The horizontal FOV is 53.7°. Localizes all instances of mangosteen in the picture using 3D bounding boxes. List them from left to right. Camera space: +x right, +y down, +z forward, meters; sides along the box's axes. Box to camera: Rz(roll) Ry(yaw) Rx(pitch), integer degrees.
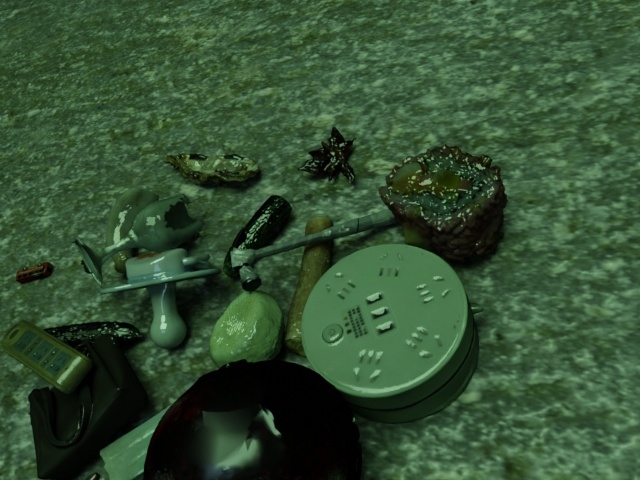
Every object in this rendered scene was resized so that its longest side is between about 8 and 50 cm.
[{"bbox_3d":[-0.086,0.401,1.081,0.381,0.381,0.421,-45,60,-12],"label":"mangosteen"}]

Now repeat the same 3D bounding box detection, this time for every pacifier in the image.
[{"bbox_3d":[-0.372,0.144,1.528,0.300,0.244,0.233,-10,83,20],"label":"pacifier"}]

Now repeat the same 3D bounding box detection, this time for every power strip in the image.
[{"bbox_3d":[-0.664,0.264,1.500,0.388,0.066,0.092,10,57,44],"label":"power strip"},{"bbox_3d":[0.149,0.177,1.269,0.358,0.161,0.357,-12,52,15],"label":"power strip"}]

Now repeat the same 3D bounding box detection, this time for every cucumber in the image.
[{"bbox_3d":[-0.579,0.242,1.600,0.300,0.072,0.072,-8,53,16],"label":"cucumber"},{"bbox_3d":[-0.167,-0.008,1.600,0.074,0.074,0.241,26,69,35],"label":"cucumber"}]

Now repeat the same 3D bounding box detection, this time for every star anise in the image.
[{"bbox_3d":[0.020,-0.216,1.686,0.157,0.053,0.212,-10,54,15],"label":"star anise"}]

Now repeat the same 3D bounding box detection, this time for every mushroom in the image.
[{"bbox_3d":[-0.538,-0.035,1.762,0.118,0.103,0.270,17,60,-9],"label":"mushroom"}]

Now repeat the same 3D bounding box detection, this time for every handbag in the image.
[{"bbox_3d":[-0.550,0.370,1.446,0.285,0.113,0.257,-46,45,1],"label":"handbag"}]

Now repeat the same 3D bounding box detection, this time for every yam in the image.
[{"bbox_3d":[-0.023,0.092,1.465,0.081,0.081,0.356,-6,53,19],"label":"yam"}]

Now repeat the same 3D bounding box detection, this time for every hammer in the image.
[{"bbox_3d":[0.000,-0.001,1.463,0.427,0.044,0.152,-14,55,-14],"label":"hammer"}]

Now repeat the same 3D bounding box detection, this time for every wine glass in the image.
[{"bbox_3d":[-0.466,-0.010,1.643,0.321,0.143,0.143,-31,47,-23],"label":"wine glass"}]

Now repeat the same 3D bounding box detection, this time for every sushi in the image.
[{"bbox_3d":[0.269,-0.073,1.399,0.270,0.171,0.236,28,70,38],"label":"sushi"}]

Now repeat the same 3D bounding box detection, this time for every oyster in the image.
[{"bbox_3d":[-0.319,-0.211,1.824,0.345,0.078,0.128,11,40,32],"label":"oyster"}]

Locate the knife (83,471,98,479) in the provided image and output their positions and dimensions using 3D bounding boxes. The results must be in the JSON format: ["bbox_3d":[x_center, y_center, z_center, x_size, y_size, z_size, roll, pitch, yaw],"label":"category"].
[{"bbox_3d":[-0.578,0.597,1.369,0.247,0.018,0.035,-44,54,-10],"label":"knife"}]

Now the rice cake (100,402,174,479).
[{"bbox_3d":[-0.370,0.448,1.376,0.211,0.038,0.124,-37,49,-6],"label":"rice cake"}]

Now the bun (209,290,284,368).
[{"bbox_3d":[-0.153,0.208,1.401,0.195,0.118,0.195,-34,37,30],"label":"bun"}]

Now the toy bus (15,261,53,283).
[{"bbox_3d":[-0.834,0.094,1.842,0.110,0.031,0.043,-15,54,15],"label":"toy bus"}]
